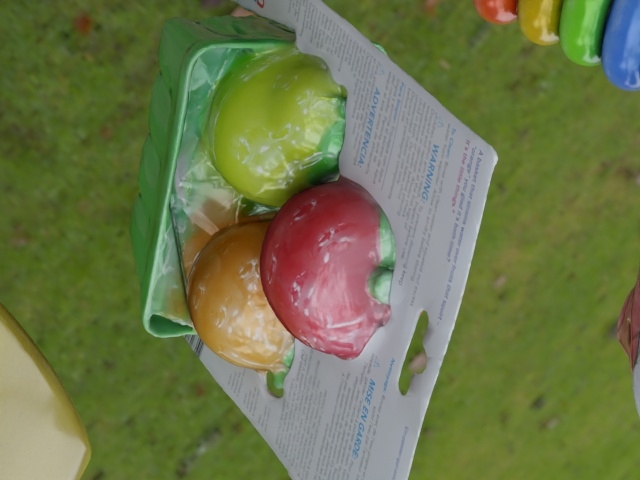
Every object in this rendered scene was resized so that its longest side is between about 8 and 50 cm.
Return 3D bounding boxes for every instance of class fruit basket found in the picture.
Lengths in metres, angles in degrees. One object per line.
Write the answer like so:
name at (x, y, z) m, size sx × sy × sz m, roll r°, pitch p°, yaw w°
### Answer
fruit basket at (0.000, 0.000, 1.191) m, size 0.165 × 0.353 × 0.327 m, roll -8°, pitch 123°, yaw -34°

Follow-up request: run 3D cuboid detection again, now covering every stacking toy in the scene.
stacking toy at (0.193, -0.173, 1.231) m, size 0.141 × 0.330 × 0.141 m, roll -53°, pitch 155°, yaw -39°

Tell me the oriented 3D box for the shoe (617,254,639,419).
shoe at (0.261, 0.087, 1.314) m, size 0.064 × 0.178 × 0.081 m, roll 5°, pitch 147°, yaw 1°

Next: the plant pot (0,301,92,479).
plant pot at (-0.252, 0.121, 0.948) m, size 0.212 × 0.212 × 0.187 m, roll -63°, pitch 144°, yaw -12°
